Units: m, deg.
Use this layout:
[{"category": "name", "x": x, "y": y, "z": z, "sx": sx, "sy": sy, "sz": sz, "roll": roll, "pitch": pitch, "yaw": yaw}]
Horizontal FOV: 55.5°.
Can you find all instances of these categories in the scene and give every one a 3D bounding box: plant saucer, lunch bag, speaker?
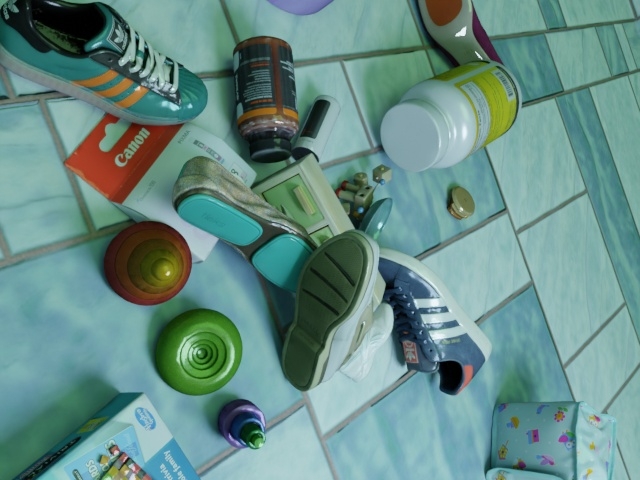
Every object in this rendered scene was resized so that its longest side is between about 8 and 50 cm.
[{"category": "plant saucer", "x": 0.099, "y": -0.033, "z": 1.161, "sx": 0.021, "sy": 0.119, "sz": 0.119, "roll": 29, "pitch": 49, "yaw": 18}, {"category": "lunch bag", "x": 0.470, "y": 0.475, "z": 1.253, "sx": 0.160, "sy": 0.223, "sz": 0.262, "roll": 28, "pitch": 63, "yaw": -26}, {"category": "speaker", "x": -0.008, "y": -0.204, "z": 1.131, "sx": 0.055, "sy": 0.055, "sz": 0.136, "roll": 39, "pitch": 57, "yaw": -27}]

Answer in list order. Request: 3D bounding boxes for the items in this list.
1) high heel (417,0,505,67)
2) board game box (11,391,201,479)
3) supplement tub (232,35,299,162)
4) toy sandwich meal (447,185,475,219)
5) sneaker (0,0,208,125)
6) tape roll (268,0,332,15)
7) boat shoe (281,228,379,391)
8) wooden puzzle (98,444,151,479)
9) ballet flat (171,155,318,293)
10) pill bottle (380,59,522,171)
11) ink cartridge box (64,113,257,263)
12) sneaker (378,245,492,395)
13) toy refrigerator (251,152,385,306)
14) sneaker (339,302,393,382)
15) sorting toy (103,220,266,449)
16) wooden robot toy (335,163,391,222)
[{"category": "high heel", "x": 0.355, "y": -0.503, "z": 1.526, "sx": 0.377, "sy": 0.127, "sz": 0.181, "roll": 62, "pitch": 20, "yaw": -4}, {"category": "board game box", "x": -0.285, "y": 0.385, "z": 0.712, "sx": 0.336, "sy": 0.079, "sz": 0.254, "roll": -39, "pitch": 104, "yaw": -41}, {"category": "supplement tub", "x": -0.092, "y": -0.235, "z": 1.031, "sx": 0.106, "sy": 0.106, "sz": 0.198, "roll": 4, "pitch": 75, "yaw": -40}, {"category": "toy sandwich meal", "x": 0.325, "y": -0.086, "z": 1.410, "sx": 0.085, "sy": 0.029, "sz": 0.085, "roll": 21, "pitch": 54, "yaw": -32}, {"category": "sneaker", "x": -0.282, "y": -0.249, "z": 0.844, "sx": 0.302, "sy": 0.121, "sz": 0.108, "roll": 12, "pitch": 64, "yaw": -35}, {"category": "tape roll", "x": -0.049, "y": -0.585, "z": 1.174, "sx": 0.275, "sy": 0.090, "sz": 0.275, "roll": 13, "pitch": 71, "yaw": -39}, {"category": "boat shoe", "x": 0.027, "y": 0.103, "z": 0.954, "sx": 0.103, "sy": 0.302, "sz": 0.113, "roll": -16, "pitch": 50, "yaw": -44}, {"category": "wooden puzzle", "x": -0.235, "y": 0.287, "z": 0.724, "sx": 0.083, "sy": 0.006, "sz": 0.049, "roll": 53, "pitch": 50, "yaw": -16}, {"category": "ballet flat", "x": -0.091, "y": -0.027, "z": 0.923, "sx": 0.316, "sy": 0.107, "sz": 0.106, "roll": 42, "pitch": 28, "yaw": -43}, {"category": "pill bottle", "x": 0.280, "y": -0.266, "z": 1.311, "sx": 0.334, "sy": 0.188, "sz": 0.188, "roll": -31, "pitch": 99, "yaw": -41}, {"category": "ink cartridge box", "x": -0.226, "y": -0.105, "z": 0.914, "sx": 0.232, "sy": 0.066, "sz": 0.189, "roll": 46, "pitch": 53, "yaw": -28}, {"category": "sneaker", "x": 0.185, "y": 0.162, "z": 1.158, "sx": 0.350, "sy": 0.131, "sz": 0.148, "roll": 44, "pitch": 67, "yaw": -16}, {"category": "toy refrigerator", "x": 0.000, "y": 0.000, "z": 1.030, "sx": 0.269, "sy": 0.102, "sz": 0.094, "roll": 61, "pitch": 20, "yaw": -11}, {"category": "sneaker", "x": 0.080, "y": 0.175, "z": 1.089, "sx": 0.061, "sy": 0.053, "sz": 0.152, "roll": 34, "pitch": 76, "yaw": -19}, {"category": "sorting toy", "x": -0.164, "y": 0.142, "z": 0.830, "sx": 0.127, "sy": 0.126, "sz": 0.365, "roll": -31, "pitch": 104, "yaw": -20}, {"category": "wooden robot toy", "x": 0.076, "y": -0.075, "z": 1.180, "sx": 0.173, "sy": 0.076, "sz": 0.079, "roll": -50, "pitch": 147, "yaw": -38}]
